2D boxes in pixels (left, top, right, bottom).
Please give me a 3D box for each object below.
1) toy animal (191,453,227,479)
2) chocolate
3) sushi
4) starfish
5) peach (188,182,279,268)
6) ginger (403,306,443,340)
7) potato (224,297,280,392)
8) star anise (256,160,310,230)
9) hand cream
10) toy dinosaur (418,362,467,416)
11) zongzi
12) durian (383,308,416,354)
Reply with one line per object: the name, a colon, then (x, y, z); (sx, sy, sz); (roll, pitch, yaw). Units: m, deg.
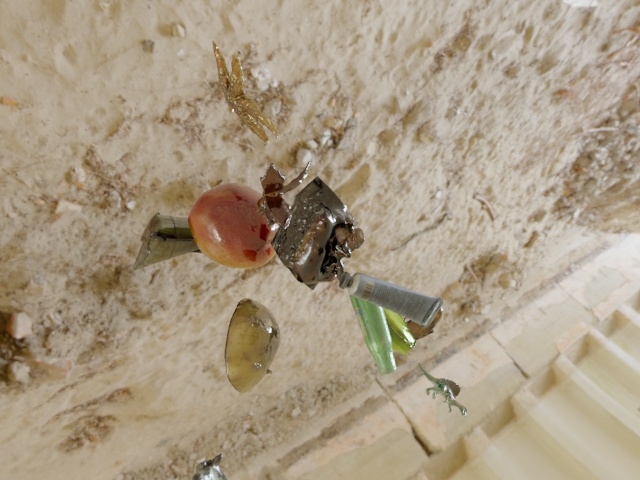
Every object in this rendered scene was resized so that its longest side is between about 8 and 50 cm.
toy animal: (-0.099, 0.428, 0.682); (0.217, 0.176, 0.073); (15, 119, -20)
chocolate: (0.185, 0.305, 1.484); (0.110, 0.290, 0.110); (-15, 162, -5)
sushi: (-0.001, 0.001, 1.187); (0.227, 0.212, 0.215); (-42, 121, 3)
starfish: (-0.241, -0.425, 1.294); (0.060, 0.299, 0.302); (-35, 136, -16)
peach: (-0.276, -0.045, 1.488); (0.308, 0.333, 0.307); (-24, 123, -42)
ginger: (0.352, 0.346, 1.772); (0.310, 0.132, 0.107); (-26, -170, 11)
potato: (-0.190, 0.322, 1.372); (0.116, 0.298, 0.239); (-4, 133, 14)
star anise: (-0.072, -0.103, 0.980); (0.144, 0.158, 0.140); (-8, 100, -26)
hand cream: (0.163, 0.135, 1.026); (0.256, 0.055, 0.088); (22, 107, -15)
toy dinosaur: (0.376, 0.450, 1.344); (0.107, 0.187, 0.044); (0, 122, -10)
zongzi: (-0.578, 0.031, 1.740); (0.286, 0.138, 0.300); (7, 133, -41)
durian: (0.242, 0.304, 1.607); (0.101, 0.250, 0.139); (-52, 153, 21)
